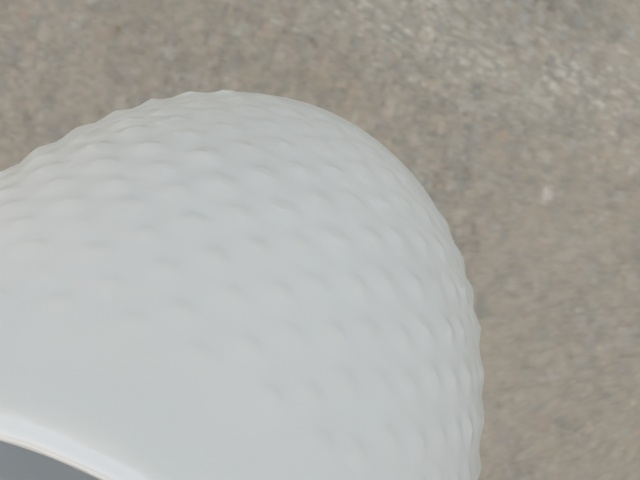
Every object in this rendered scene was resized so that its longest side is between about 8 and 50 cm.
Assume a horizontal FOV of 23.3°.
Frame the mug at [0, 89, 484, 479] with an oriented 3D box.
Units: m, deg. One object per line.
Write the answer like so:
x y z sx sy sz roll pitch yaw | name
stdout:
-0.078 0.120 0.703 0.276 0.328 0.374 22 126 4 | mug
